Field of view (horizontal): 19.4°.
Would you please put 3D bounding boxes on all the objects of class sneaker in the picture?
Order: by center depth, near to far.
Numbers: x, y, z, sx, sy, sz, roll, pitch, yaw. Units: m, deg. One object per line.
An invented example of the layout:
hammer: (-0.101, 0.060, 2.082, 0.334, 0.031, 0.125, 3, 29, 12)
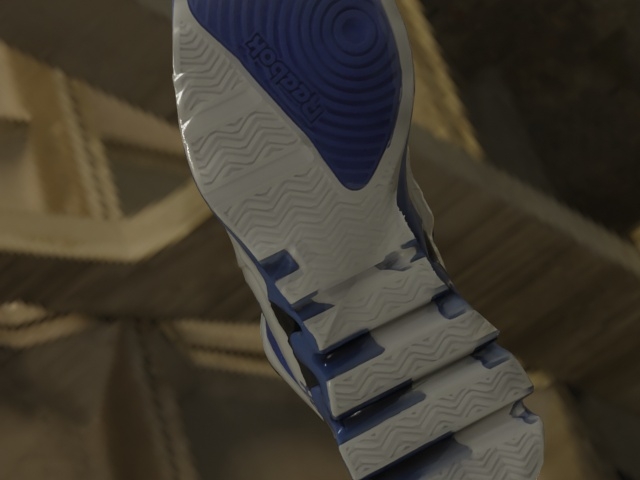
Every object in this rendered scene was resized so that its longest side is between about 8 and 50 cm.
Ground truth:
sneaker: (0.001, 0.001, 0.993, 0.182, 0.127, 0.316, -176, 64, -78)
